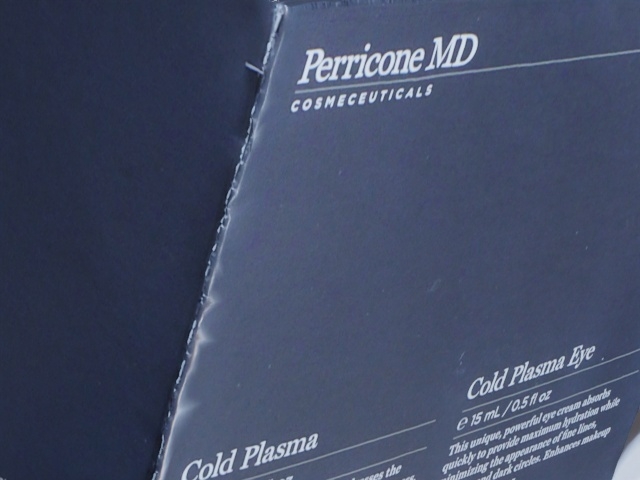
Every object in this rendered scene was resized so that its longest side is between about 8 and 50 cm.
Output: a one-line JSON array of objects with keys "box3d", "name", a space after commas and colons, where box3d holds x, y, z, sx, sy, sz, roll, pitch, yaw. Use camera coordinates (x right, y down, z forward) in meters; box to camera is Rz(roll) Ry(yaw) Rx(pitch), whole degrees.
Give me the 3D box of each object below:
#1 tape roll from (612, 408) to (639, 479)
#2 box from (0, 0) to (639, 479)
[{"box3d": [0.269, 0.200, 1.132, 0.100, 0.286, 0.286, -160, -128, -86], "name": "tape roll"}, {"box3d": [0.000, 0.000, 0.835, 0.179, 0.343, 0.312, 34, -62, 32], "name": "box"}]
